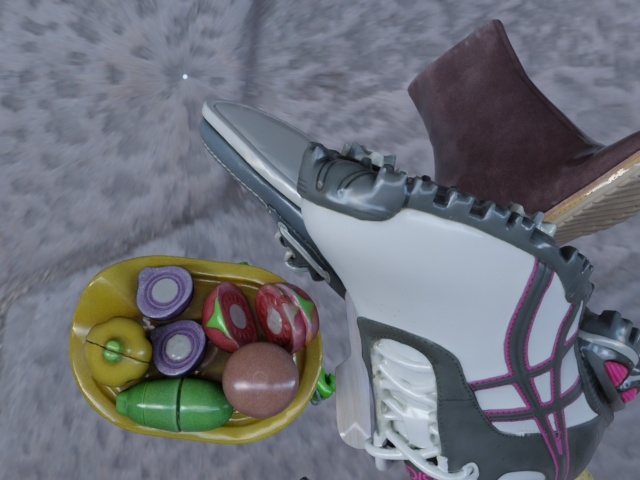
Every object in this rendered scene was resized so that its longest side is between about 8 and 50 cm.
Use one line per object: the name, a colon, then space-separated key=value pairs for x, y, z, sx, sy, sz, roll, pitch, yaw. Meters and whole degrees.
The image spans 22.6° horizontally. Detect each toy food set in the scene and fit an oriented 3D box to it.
toy food set: x=-0.068 y=0.074 z=1.097 sx=0.218 sy=0.071 sz=0.128 roll=5 pitch=82 yaw=0

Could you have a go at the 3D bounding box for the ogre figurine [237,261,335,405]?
ogre figurine: x=-0.078 y=0.089 z=1.464 sx=0.097 sy=0.197 sz=0.118 roll=-29 pitch=112 yaw=-19

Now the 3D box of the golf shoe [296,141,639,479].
golf shoe: x=0.064 y=0.052 z=0.705 sx=0.273 sy=0.105 sz=0.120 roll=42 pitch=74 yaw=-50

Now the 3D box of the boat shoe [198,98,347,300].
boat shoe: x=0.000 y=0.000 z=1.345 sx=0.319 sy=0.116 sz=0.099 roll=41 pitch=116 yaw=21

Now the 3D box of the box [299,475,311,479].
box: x=-0.032 y=0.289 z=1.688 sx=0.083 sy=0.067 sz=0.018 roll=-40 pitch=58 yaw=2

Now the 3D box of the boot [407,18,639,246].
boot: x=0.175 y=-0.096 z=1.341 sx=0.090 sy=0.248 sz=0.207 roll=-3 pitch=69 yaw=-40

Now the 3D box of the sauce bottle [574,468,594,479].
sauce bottle: x=0.202 y=0.188 z=1.466 sx=0.042 sy=0.042 sz=0.128 roll=-39 pitch=89 yaw=0
